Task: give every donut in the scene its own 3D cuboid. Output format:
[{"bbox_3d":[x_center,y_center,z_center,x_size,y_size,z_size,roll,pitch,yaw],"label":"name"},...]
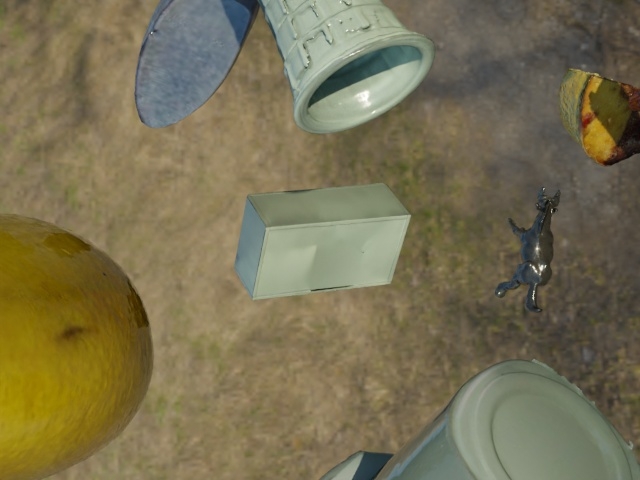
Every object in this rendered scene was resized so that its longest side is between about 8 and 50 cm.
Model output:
[{"bbox_3d":[0.525,-0.220,1.878,0.112,0.295,0.151,50,123,48],"label":"donut"}]

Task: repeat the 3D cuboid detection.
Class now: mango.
[{"bbox_3d":[-0.290,0.077,0.776,0.445,0.302,0.220,29,-108,-78],"label":"mango"}]

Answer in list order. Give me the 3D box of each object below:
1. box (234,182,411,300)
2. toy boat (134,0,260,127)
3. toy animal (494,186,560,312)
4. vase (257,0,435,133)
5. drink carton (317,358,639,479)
[{"bbox_3d":[0.000,0.000,1.495,0.086,0.225,0.129,56,143,44],"label":"box"},{"bbox_3d":[-0.178,-0.257,1.406,0.283,0.127,0.078,-51,25,40],"label":"toy boat"},{"bbox_3d":[0.388,0.020,1.920,0.148,0.085,0.232,95,-173,-79],"label":"toy animal"},{"bbox_3d":[-0.022,-0.263,0.985,0.298,0.143,0.143,63,146,18],"label":"vase"},{"bbox_3d":[0.100,0.195,0.721,0.191,0.185,0.189,48,134,16],"label":"drink carton"}]
